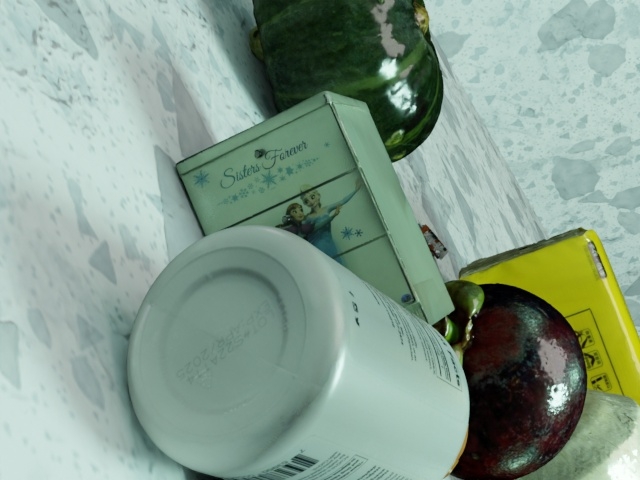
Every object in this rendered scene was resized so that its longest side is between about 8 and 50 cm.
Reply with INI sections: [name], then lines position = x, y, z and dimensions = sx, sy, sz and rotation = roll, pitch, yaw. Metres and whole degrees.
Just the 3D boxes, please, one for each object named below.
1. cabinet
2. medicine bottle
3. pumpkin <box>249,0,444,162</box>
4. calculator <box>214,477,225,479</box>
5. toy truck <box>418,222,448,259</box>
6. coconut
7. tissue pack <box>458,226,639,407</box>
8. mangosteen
[cabinet]
position = 0.000, 0.000, 1.008
dimensions = 0.206, 0.145, 0.150
rotation = 67, 15, 4
[medicine bottle]
position = 0.007, 0.106, 0.819
dimensions = 0.289, 0.157, 0.157
rotation = 35, 33, -56
[pumpkin]
position = 0.025, -0.224, 1.335
dimensions = 0.300, 0.207, 0.300
rotation = -14, 90, -84
[calculator]
position = -0.005, 0.253, 0.839
dimensions = 0.262, 0.021, 0.161
rotation = 33, 36, -62
[toy truck]
position = 0.170, 0.004, 1.792
dimensions = 0.032, 0.024, 0.083
rotation = 39, -5, 46
[coconut]
position = 0.323, 0.319, 1.421
dimensions = 0.266, 0.237, 0.237
rotation = 54, 17, -6
[tissue pack]
position = 0.352, 0.188, 1.686
dimensions = 0.293, 0.228, 0.382
rotation = -9, 78, -83
[mangosteen]
position = 0.170, 0.149, 1.234
dimensions = 0.216, 0.216, 0.216
rotation = 57, 18, -29
